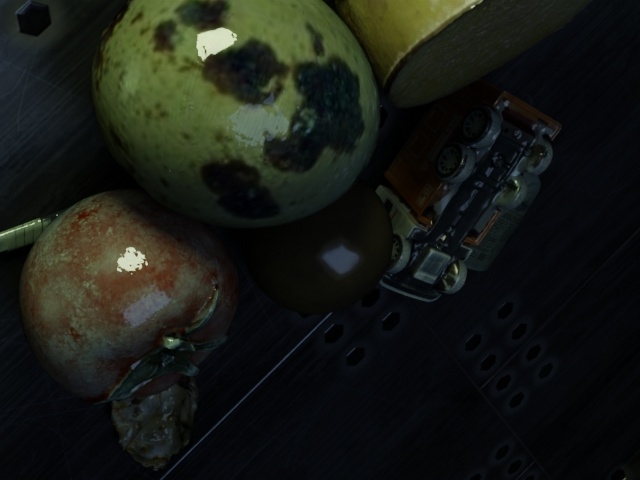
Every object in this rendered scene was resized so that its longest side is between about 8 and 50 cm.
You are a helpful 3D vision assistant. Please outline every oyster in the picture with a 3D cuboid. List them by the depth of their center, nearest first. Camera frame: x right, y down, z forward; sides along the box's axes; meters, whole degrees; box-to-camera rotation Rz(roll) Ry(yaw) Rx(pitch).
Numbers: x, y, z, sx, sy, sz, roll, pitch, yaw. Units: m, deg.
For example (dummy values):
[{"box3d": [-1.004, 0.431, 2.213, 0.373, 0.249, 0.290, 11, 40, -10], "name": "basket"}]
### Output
[{"box3d": [-0.298, 0.282, 1.817, 0.166, 0.094, 0.294, 0, 131, -18], "name": "oyster"}]

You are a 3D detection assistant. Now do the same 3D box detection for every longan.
[{"box3d": [0.000, 0.000, 1.719, 0.258, 0.258, 0.258, -21, 131, -26], "name": "longan"}]

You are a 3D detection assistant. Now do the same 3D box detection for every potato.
[{"box3d": [0.212, -0.433, 1.516, 0.442, 0.319, 0.385, -29, 173, 11], "name": "potato"}]

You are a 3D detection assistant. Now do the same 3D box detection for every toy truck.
[{"box3d": [0.217, -0.099, 1.850, 0.173, 0.207, 0.387, 22, 110, -37], "name": "toy truck"}]

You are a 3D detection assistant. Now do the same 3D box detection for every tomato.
[{"box3d": [-0.270, 0.080, 1.524, 0.316, 0.282, 0.317, -29, 152, -17], "name": "tomato"}]

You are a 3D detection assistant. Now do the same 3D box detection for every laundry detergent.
[{"box3d": [0.324, -0.084, 2.008, 0.215, 0.105, 0.280, 13, 113, -55], "name": "laundry detergent"}]

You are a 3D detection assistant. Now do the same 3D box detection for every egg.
[{"box3d": [-0.102, -0.183, 1.431, 0.428, 0.345, 0.345, 26, 102, -49], "name": "egg"}]

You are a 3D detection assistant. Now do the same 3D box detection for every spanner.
[{"box3d": [-0.453, 0.006, 1.528, 0.316, 0.024, 0.087, -21, 133, -27], "name": "spanner"}]
